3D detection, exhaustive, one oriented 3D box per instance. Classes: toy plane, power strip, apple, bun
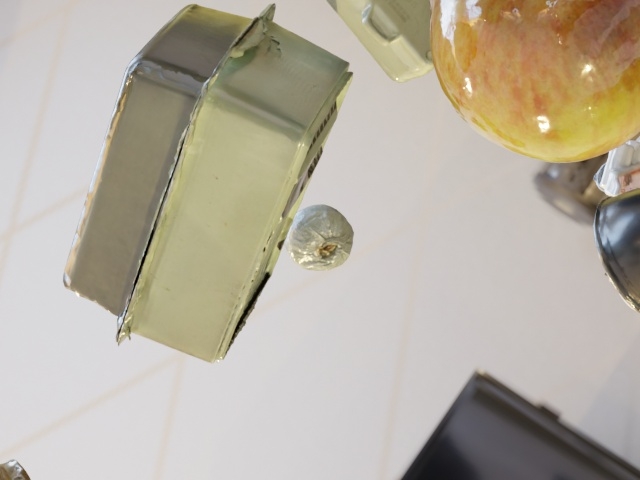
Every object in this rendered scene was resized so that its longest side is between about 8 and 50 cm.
[{"bbox_3d":[0.430,-0.030,1.816,0.118,0.252,0.252,0,147,44],"label":"toy plane"},{"bbox_3d":[0.102,-0.249,1.159,0.118,0.270,0.046,47,151,-18],"label":"power strip"},{"bbox_3d":[0.109,-0.100,0.641,0.126,0.126,0.102,31,169,24],"label":"apple"},{"bbox_3d":[0.000,0.000,1.537,0.083,0.083,0.045,45,-177,-43],"label":"bun"}]

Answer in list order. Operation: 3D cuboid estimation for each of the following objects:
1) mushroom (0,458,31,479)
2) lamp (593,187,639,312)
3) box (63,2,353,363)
[{"bbox_3d":[-0.379,0.279,1.526,0.127,0.166,0.166,-6,-165,-31],"label":"mushroom"},{"bbox_3d":[0.413,-0.022,1.460,0.227,0.172,0.147,-31,107,38],"label":"lamp"},{"bbox_3d":[-0.099,-0.055,1.245,0.166,0.290,0.220,23,-151,1],"label":"box"}]
